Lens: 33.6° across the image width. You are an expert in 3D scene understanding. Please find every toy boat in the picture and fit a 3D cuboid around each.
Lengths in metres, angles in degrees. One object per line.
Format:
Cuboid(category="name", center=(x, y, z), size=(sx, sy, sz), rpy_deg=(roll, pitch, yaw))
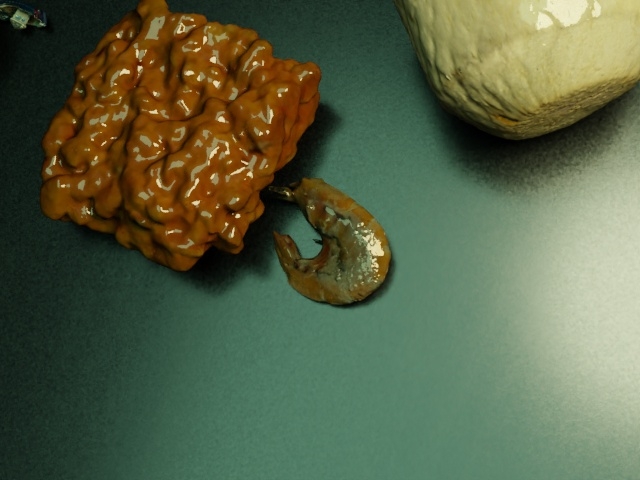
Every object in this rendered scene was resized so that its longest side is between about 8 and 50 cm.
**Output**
Cuboid(category="toy boat", center=(-0.412, -0.307, 1.455), size=(0.083, 0.038, 0.038), rpy_deg=(15, 80, 13))

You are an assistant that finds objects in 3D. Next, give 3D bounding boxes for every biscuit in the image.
Cuboid(category="biscuit", center=(-0.186, -0.131, 1.318), size=(0.312, 0.110, 0.318), rpy_deg=(22, 78, 22))

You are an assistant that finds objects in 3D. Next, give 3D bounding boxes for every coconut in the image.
Cuboid(category="coconut", center=(0.233, -0.291, 1.206), size=(0.328, 0.329, 0.329), rpy_deg=(-2, 76, 10))

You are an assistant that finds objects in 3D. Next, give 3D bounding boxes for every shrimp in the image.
Cuboid(category="shrimp", center=(0.000, -0.002, 1.300), size=(0.132, 0.051, 0.187), rpy_deg=(-44, 69, 0))
